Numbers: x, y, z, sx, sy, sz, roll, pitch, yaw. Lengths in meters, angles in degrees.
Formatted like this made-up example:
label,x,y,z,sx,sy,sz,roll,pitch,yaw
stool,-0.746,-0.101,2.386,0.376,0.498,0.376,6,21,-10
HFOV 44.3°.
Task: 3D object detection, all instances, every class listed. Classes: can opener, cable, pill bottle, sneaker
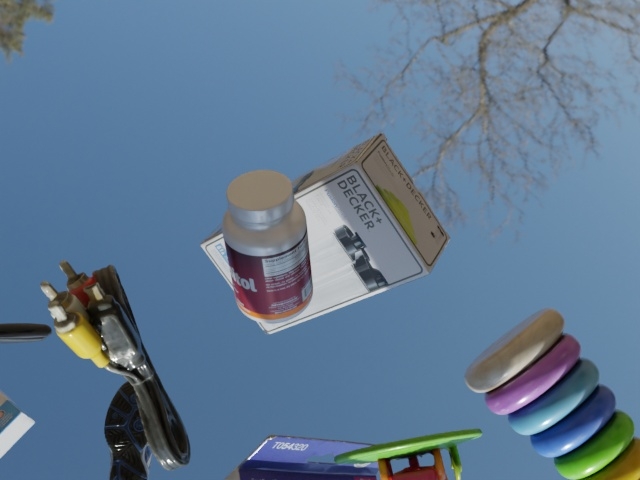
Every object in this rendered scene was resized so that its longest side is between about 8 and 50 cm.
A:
label,x,y,z,sx,sy,sz,roll,pitch,yaw
can opener,-0.549,0.160,1.326,0.186,0.059,0.073,2,-103,-47
cable,-0.237,0.146,0.935,0.139,0.072,0.287,-104,-5,-62
pill bottle,-0.054,0.006,0.803,0.086,0.152,0.086,-3,-138,2
sneaker,-0.317,0.334,1.296,0.080,0.081,0.211,6,-97,-11

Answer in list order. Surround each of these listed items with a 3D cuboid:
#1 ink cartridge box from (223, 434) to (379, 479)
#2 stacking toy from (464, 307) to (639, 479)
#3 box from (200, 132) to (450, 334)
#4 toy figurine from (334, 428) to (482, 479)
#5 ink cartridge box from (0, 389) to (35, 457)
label,x,y,z,sx,sy,sz,roll,pitch,yaw
ink cartridge box,-0.058,0.435,1.215,0.324,0.330,0.071,20,-149,-45
stacking toy,0.321,0.246,0.918,0.330,0.141,0.141,52,-142,8
box,0.000,0.000,1.026,0.169,0.290,0.087,56,-142,-13
toy figurine,0.091,0.255,0.678,0.130,0.173,0.159,-12,-108,4
ink cartridge box,-0.512,0.248,1.154,0.143,0.090,0.092,39,-110,10
